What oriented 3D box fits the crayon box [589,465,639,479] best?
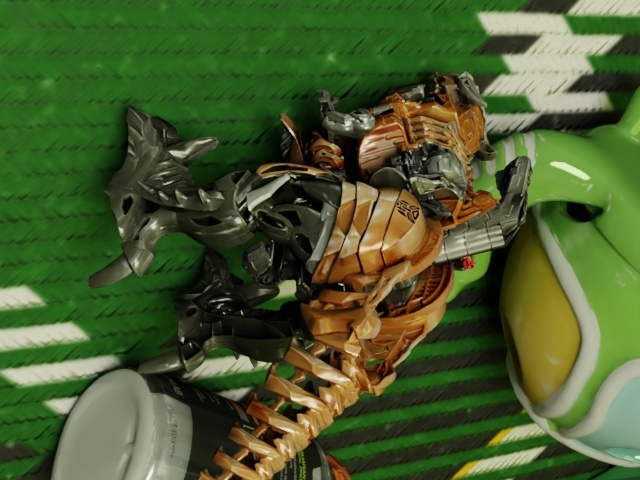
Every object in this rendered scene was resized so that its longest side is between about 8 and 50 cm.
[{"bbox_3d":[0.366,0.288,1.073,0.323,0.083,0.203,-25,127,-15],"label":"crayon box"}]

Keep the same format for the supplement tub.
[{"bbox_3d":[-0.073,0.165,0.725,0.190,0.117,0.117,29,100,-37],"label":"supplement tub"}]

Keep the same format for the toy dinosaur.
[{"bbox_3d":[0.000,0.000,0.598,0.322,0.219,0.164,-41,127,-60],"label":"toy dinosaur"}]

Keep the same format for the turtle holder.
[{"bbox_3d":[0.227,0.045,0.755,0.320,0.243,0.227,3,133,-41],"label":"turtle holder"}]
